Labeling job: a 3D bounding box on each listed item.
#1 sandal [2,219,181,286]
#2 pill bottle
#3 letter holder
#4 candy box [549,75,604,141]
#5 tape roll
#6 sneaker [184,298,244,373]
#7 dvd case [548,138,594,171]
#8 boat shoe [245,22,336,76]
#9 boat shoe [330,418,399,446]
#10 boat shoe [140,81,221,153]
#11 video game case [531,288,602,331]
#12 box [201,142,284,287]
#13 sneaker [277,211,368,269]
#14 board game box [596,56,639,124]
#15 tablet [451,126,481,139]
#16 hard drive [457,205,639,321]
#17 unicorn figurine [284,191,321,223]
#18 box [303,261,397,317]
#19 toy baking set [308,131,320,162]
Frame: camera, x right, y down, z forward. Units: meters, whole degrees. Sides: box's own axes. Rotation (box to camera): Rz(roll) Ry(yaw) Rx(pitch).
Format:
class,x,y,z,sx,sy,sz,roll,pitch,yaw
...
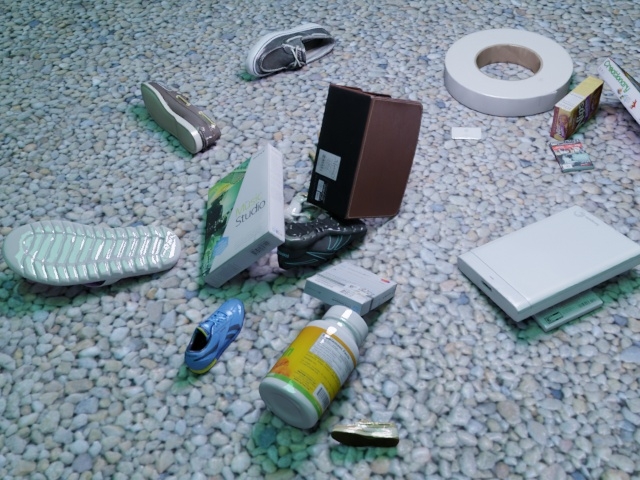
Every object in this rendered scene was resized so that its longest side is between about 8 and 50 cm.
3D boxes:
class,x,y,z,sx,sy,sz,roll,pitch,yaw
sandal,-0.553,0.047,1.777,0.416,0.102,0.169,1,60,-12
pill bottle,-0.005,0.253,1.503,0.136,0.136,0.245,23,52,24
letter holder,0.116,-0.220,1.827,0.214,0.302,0.152,-4,23,-43
candy box,0.727,-0.373,2.063,0.187,0.109,0.053,-38,53,-27
tape roll,0.576,-0.523,2.243,0.392,0.072,0.392,-2,47,2
sneaker,-0.232,0.196,1.614,0.069,0.082,0.209,16,48,21
dvd case,0.688,-0.235,1.999,0.087,0.013,0.119,-7,45,-3
boat shoe,-0.088,-0.616,2.346,0.335,0.121,0.119,-35,49,-29
boat shoe,0.088,0.378,1.441,0.135,0.050,0.045,7,43,-2
boat shoe,-0.419,-0.378,2.154,0.097,0.116,0.324,-30,55,-28
video game case,0.535,0.126,1.664,0.157,0.019,0.143,-22,48,-15
box,-0.190,-0.066,1.789,0.232,0.058,0.322,-34,38,27
sneaker,0.000,0.000,1.778,0.267,0.106,0.101,-12,37,-35
board game box,0.895,-0.363,2.004,0.193,0.053,0.305,23,35,-34
tablet,0.420,-0.309,2.095,0.083,0.006,0.054,3,47,7
hard drive,0.533,0.044,1.698,0.353,0.047,0.233,-21,38,-16
unicorn figurine,-0.067,-0.076,1.883,0.111,0.060,0.162,17,34,20
box,0.070,0.107,1.644,0.145,0.038,0.186,23,22,23
toy baking set,0.064,-0.260,1.977,0.197,0.030,0.256,-50,42,14
